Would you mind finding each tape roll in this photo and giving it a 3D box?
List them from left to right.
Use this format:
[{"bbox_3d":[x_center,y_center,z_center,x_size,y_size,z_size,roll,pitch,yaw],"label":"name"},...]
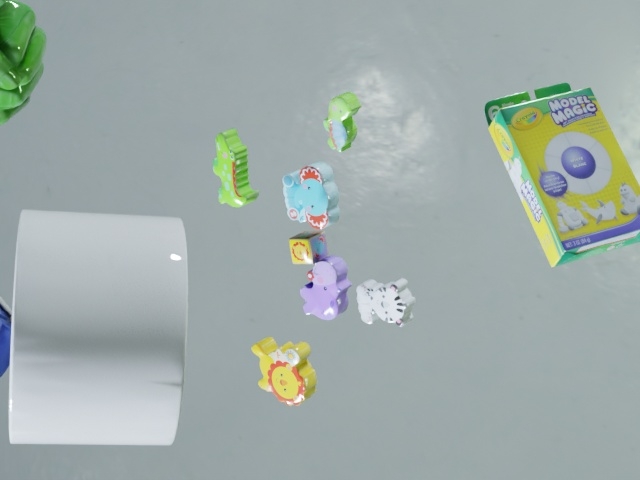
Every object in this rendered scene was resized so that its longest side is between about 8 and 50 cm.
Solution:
[{"bbox_3d":[-0.236,0.092,1.258,0.169,0.246,0.246,3,96,-13],"label":"tape roll"}]

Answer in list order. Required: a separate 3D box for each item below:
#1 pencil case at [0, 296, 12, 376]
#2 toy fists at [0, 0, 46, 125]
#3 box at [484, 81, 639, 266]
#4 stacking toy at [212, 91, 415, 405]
[{"bbox_3d":[-0.426,0.067,1.295,0.133,0.306,0.119,-26,63,-3],"label":"pencil case"},{"bbox_3d":[-0.332,-0.211,1.081,0.142,0.096,0.279,-1,141,0],"label":"toy fists"},{"bbox_3d":[0.234,-0.073,1.141,0.105,0.043,0.179,-15,67,-17],"label":"box"},{"bbox_3d":[0.000,0.000,0.977,0.167,0.052,0.221,-28,112,-50],"label":"stacking toy"}]
